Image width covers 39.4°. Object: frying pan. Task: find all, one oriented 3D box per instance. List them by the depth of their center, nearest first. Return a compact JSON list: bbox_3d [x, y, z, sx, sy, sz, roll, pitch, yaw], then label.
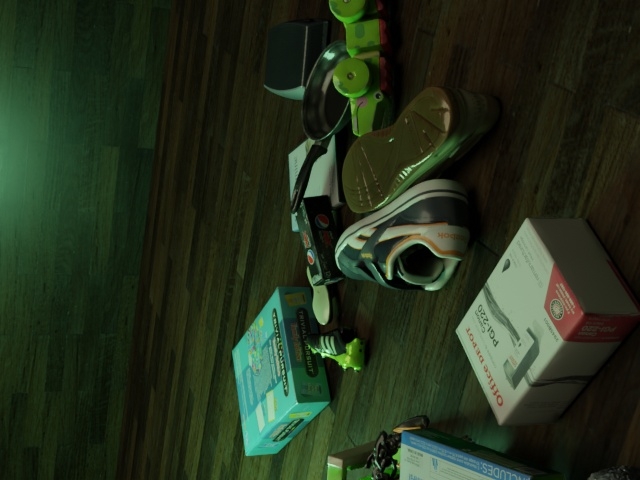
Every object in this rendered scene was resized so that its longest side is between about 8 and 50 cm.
[{"bbox_3d":[0.019,-0.222,1.683,0.197,0.053,0.326,-24,59,56],"label":"frying pan"}]

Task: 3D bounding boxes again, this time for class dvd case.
[{"bbox_3d":[-0.010,-0.133,1.832,0.253,0.022,0.180,151,118,-63],"label":"dvd case"}]

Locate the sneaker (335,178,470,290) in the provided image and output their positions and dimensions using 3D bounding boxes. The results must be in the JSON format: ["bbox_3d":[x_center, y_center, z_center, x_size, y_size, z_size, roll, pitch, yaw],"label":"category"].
[{"bbox_3d":[0.118,0.024,1.399,0.321,0.126,0.127,138,135,-57],"label":"sneaker"}]

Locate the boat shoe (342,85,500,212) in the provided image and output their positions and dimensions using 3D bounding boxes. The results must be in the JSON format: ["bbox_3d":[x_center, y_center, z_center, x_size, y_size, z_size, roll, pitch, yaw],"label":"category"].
[{"bbox_3d":[0.144,-0.128,1.371,0.341,0.110,0.122,-32,68,59],"label":"boat shoe"}]

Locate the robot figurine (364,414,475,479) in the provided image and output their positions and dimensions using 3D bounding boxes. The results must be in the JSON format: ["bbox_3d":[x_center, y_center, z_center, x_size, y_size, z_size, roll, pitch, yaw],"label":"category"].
[{"bbox_3d":[0.123,0.392,1.246,0.211,0.085,0.291,37,102,18],"label":"robot figurine"}]

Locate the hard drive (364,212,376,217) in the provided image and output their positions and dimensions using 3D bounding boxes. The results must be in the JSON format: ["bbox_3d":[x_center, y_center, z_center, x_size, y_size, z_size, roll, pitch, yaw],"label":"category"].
[{"bbox_3d":[0.117,-0.076,1.536,0.135,0.022,0.094,-158,72,-65],"label":"hard drive"}]

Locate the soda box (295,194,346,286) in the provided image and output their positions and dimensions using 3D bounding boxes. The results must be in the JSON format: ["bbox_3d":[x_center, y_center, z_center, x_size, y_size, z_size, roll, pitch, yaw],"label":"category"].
[{"bbox_3d":[0.000,0.000,1.726,0.053,0.060,0.169,-37,64,60],"label":"soda box"}]

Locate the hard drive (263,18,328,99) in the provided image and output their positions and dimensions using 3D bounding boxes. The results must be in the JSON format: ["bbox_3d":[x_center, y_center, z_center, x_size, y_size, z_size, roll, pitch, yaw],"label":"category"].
[{"bbox_3d":[-0.058,-0.390,1.920,0.254,0.054,0.172,-156,69,-65],"label":"hard drive"}]

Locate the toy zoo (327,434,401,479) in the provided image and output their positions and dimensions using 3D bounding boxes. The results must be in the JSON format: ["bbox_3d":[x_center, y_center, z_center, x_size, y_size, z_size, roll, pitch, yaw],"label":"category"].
[{"bbox_3d":[0.072,0.466,1.404,0.030,0.192,0.293,6,93,38],"label":"toy zoo"}]

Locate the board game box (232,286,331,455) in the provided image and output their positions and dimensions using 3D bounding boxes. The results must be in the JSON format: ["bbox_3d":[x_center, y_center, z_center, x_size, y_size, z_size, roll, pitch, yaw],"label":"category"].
[{"bbox_3d":[-0.092,0.287,1.919,0.336,0.079,0.254,127,139,-52],"label":"board game box"}]

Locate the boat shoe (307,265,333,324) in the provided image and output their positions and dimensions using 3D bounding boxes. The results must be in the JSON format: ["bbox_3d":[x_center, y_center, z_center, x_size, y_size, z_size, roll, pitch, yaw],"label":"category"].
[{"bbox_3d":[0.008,0.103,1.754,0.049,0.042,0.133,-34,55,37],"label":"boat shoe"}]

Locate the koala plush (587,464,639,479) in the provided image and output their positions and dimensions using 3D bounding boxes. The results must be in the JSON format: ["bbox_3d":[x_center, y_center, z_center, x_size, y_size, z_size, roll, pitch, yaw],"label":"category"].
[{"bbox_3d":[0.281,0.345,0.880,0.203,0.221,0.196,-165,78,-66],"label":"koala plush"}]

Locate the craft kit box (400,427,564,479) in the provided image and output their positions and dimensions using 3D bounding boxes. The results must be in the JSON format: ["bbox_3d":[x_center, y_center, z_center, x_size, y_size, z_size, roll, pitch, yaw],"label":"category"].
[{"bbox_3d":[0.182,0.372,1.072,0.250,0.061,0.247,4,89,61],"label":"craft kit box"}]

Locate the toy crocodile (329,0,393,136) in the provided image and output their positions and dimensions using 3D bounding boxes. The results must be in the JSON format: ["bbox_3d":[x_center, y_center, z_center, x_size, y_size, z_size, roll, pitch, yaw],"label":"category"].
[{"bbox_3d":[0.083,-0.336,1.547,0.115,0.105,0.340,20,-114,-71],"label":"toy crocodile"}]

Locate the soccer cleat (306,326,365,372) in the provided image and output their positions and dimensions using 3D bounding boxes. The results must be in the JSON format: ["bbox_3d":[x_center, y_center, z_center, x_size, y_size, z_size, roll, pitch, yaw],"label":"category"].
[{"bbox_3d":[0.032,0.192,1.678,0.179,0.060,0.072,17,94,59],"label":"soccer cleat"}]

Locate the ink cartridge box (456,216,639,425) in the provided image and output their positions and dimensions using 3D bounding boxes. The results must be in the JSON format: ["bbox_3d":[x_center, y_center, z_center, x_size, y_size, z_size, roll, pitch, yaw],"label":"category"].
[{"bbox_3d":[0.269,0.101,1.090,0.218,0.092,0.158,111,150,-41],"label":"ink cartridge box"}]
